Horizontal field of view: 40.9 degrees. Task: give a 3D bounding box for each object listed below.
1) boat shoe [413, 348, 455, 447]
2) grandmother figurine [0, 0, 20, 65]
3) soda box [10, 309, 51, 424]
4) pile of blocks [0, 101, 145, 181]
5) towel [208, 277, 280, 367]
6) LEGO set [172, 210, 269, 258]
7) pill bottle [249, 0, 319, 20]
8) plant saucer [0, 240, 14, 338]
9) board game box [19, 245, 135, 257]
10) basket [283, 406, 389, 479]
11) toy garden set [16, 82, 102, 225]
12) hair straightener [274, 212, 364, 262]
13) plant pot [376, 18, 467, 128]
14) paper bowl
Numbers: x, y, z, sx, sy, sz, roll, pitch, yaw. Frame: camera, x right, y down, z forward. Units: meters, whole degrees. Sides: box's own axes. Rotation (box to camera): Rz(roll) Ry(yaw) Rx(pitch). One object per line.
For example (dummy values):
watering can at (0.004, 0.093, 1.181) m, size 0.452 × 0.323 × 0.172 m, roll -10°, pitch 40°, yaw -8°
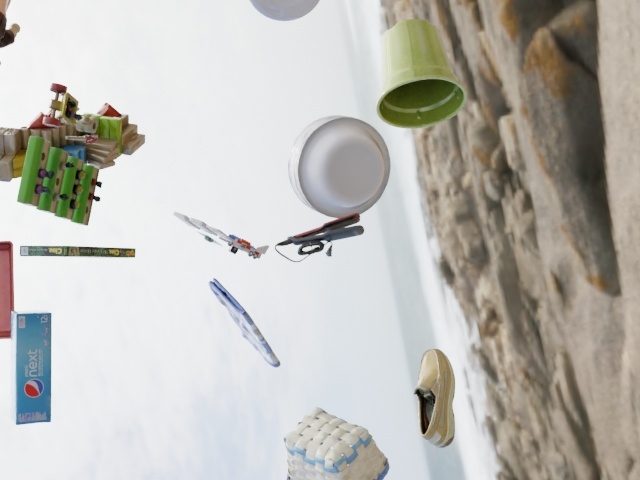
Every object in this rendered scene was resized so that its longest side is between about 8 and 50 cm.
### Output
boat shoe at (0.198, 0.271, 1.532) m, size 0.072 × 0.068 × 0.190 m, roll 29°, pitch -139°, yaw -32°
grandmother figurine at (-0.801, -0.549, 2.086) m, size 0.208 × 0.104 × 0.342 m, roll 38°, pitch -121°, yaw -62°
soda box at (-0.554, 0.240, 1.639) m, size 0.071 × 0.067 × 0.210 m, roll 1°, pitch 90°, yaw 62°
pile of blocks at (-0.507, -0.213, 1.747) m, size 0.362 × 0.149 × 0.113 m, roll -29°, pitch -47°, yaw -47°
towel at (-0.225, 0.249, 2.548) m, size 0.209 × 0.034 × 0.285 m, roll 39°, pitch 162°, yaw 43°
LEGO set at (-0.260, -0.016, 2.322) m, size 0.244 × 0.182 × 0.060 m, roll 41°, pitch -108°, yaw -52°
pill bottle at (-0.085, -0.525, 1.637) m, size 0.272 × 0.152 × 0.152 m, roll -111°, pitch 7°, yaw -59°
plant saucer at (-0.931, 0.136, 2.270) m, size 0.048 × 0.259 × 0.258 m, roll 71°, pitch -164°, yaw -85°
board game box at (-0.579, 0.028, 2.063) m, size 0.259 × 0.136 × 0.030 m, roll 4°, pitch -92°, yaw -64°
basket at (0.048, 0.564, 2.060) m, size 0.201 × 0.255 × 0.289 m, roll -35°, pitch -53°, yaw -37°
toy garden set at (-0.419, -0.140, 1.464) m, size 0.244 × 0.049 × 0.204 m, roll 43°, pitch -124°, yaw -80°
hair straightener at (0.000, 0.000, 2.136) m, size 0.047 × 0.230 × 0.089 m, roll 84°, pitch 169°, yaw -54°
plant pot at (0.289, -0.521, 2.614) m, size 0.276 × 0.276 × 0.254 m, roll 71°, pitch -168°, yaw -66°
paper bowl at (0.062, -0.202, 2.381) m, size 0.148 × 0.284 × 0.284 m, roll -150°, pitch 45°, yaw -66°
